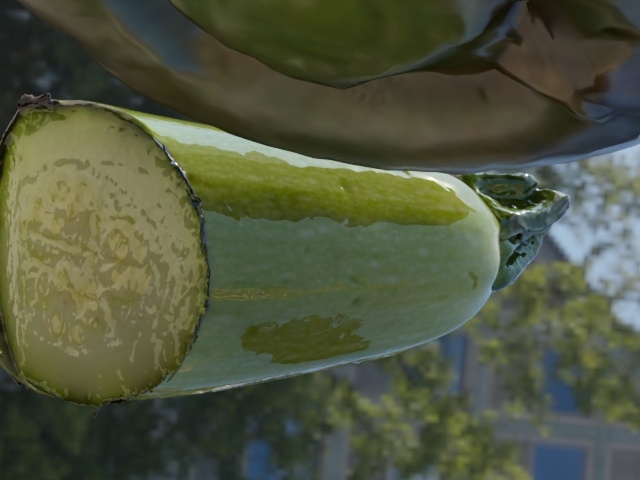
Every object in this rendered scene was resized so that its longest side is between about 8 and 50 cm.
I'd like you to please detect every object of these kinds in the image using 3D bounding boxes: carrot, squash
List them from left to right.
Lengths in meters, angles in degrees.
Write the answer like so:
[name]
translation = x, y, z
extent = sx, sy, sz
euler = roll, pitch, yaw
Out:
[squash]
translation = 0.003, 0.013, 0.847
extent = 0.137, 0.287, 0.137
euler = -15, -107, 61
[carrot]
translation = 0.039, -0.188, 0.406
extent = 0.224, 0.224, 0.341
euler = 134, -25, -63
